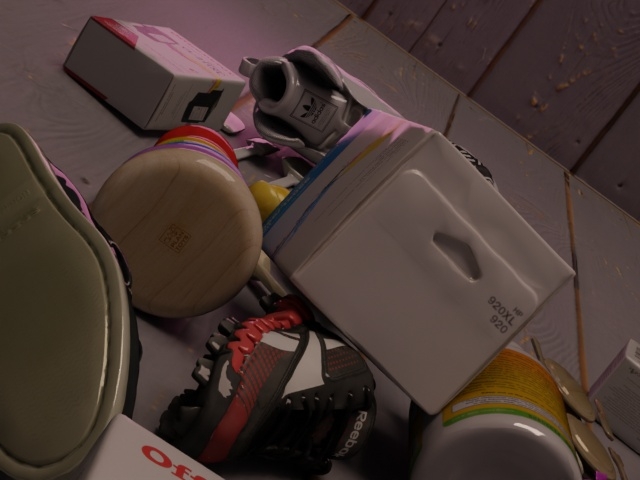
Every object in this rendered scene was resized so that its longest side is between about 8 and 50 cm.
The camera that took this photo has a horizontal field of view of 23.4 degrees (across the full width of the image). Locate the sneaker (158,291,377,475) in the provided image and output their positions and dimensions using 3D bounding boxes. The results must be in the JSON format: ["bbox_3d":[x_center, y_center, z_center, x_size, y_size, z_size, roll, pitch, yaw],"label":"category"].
[{"bbox_3d":[-0.026,0.118,1.154,0.135,0.097,0.276,36,14,7],"label":"sneaker"}]

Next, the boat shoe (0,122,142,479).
[{"bbox_3d":[-0.172,0.053,1.004,0.113,0.127,0.340,54,-2,-40],"label":"boat shoe"}]

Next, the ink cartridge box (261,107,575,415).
[{"bbox_3d":[0.069,0.010,1.312,0.171,0.168,0.233,44,-1,-13],"label":"ink cartridge box"}]

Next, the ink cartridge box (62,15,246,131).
[{"bbox_3d":[-0.183,-0.185,1.733,0.127,0.072,0.175,36,16,18],"label":"ink cartridge box"}]

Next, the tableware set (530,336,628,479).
[{"bbox_3d":[0.268,0.199,1.674,0.128,0.039,0.194,43,18,-21],"label":"tableware set"}]

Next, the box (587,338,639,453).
[{"bbox_3d":[0.381,0.189,1.849,0.102,0.087,0.101,39,16,6],"label":"box"}]

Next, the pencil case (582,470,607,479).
[{"bbox_3d":[0.265,0.278,1.369,0.064,0.070,0.151,24,19,-38],"label":"pencil case"}]

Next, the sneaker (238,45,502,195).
[{"bbox_3d":[0.049,-0.111,1.865,0.366,0.137,0.210,41,11,36],"label":"sneaker"}]

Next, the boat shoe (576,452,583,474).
[{"bbox_3d":[0.203,0.193,1.541,0.043,0.049,0.137,-34,67,-28],"label":"boat shoe"}]

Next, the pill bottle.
[{"bbox_3d":[0.142,0.166,1.305,0.136,0.136,0.245,34,16,-7],"label":"pill bottle"}]

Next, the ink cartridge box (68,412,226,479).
[{"bbox_3d":[-0.066,0.223,0.730,0.197,0.114,0.273,34,15,-7],"label":"ink cartridge box"}]

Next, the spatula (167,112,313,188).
[{"bbox_3d":[-0.086,-0.104,1.831,0.168,0.019,0.242,39,15,6],"label":"spatula"}]

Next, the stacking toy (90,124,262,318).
[{"bbox_3d":[-0.118,-0.043,1.385,0.141,0.141,0.330,34,12,-9],"label":"stacking toy"}]

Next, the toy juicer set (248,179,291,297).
[{"bbox_3d":[0.000,0.000,1.575,0.209,0.089,0.329,41,17,14],"label":"toy juicer set"}]
